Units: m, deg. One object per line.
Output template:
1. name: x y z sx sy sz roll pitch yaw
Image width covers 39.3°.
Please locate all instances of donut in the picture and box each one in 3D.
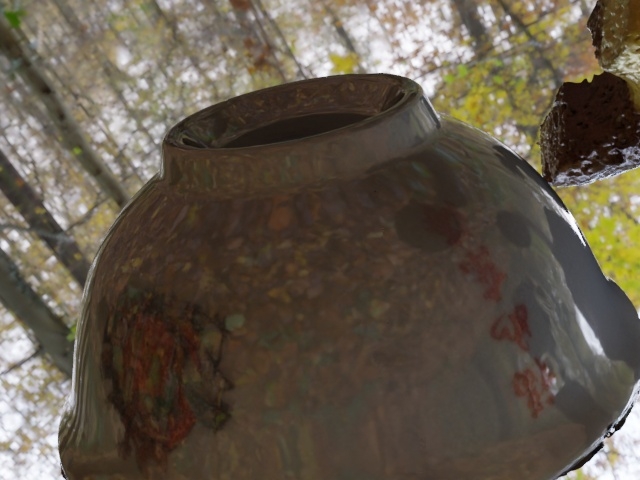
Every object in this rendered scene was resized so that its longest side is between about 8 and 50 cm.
1. donut: 0.324 -0.142 0.905 0.151 0.295 0.112 17 -122 4

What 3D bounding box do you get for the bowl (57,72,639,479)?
1. bowl: 0.000 0.000 0.505 0.346 0.157 0.345 -10 -158 4
